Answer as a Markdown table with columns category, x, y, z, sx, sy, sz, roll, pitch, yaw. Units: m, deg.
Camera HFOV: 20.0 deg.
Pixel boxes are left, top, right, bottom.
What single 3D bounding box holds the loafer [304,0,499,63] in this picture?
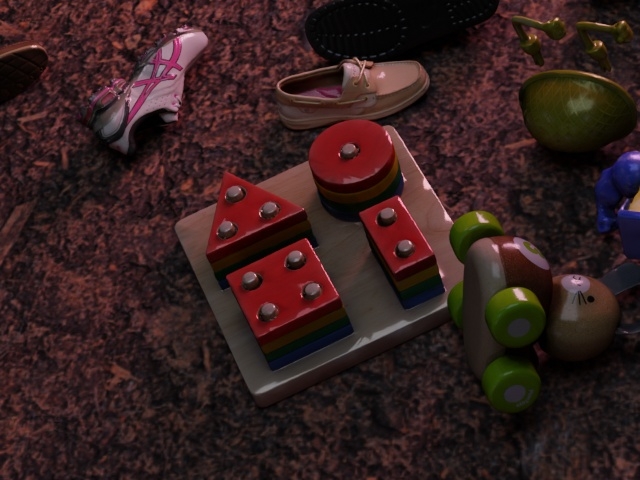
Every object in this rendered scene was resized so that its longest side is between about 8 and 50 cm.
| category | x | y | z | sx | sy | sz | roll | pitch | yaw |
| --- | --- | --- | --- | --- | --- | --- | --- | --- | --- |
| loafer | 0.092 | -0.251 | 2.018 | 0.220 | 0.080 | 0.078 | -11 | 17 | 10 |

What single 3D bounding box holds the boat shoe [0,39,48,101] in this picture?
| category | x | y | z | sx | sy | sz | roll | pitch | yaw |
| --- | --- | --- | --- | --- | --- | --- | --- | --- | --- |
| boat shoe | -0.404 | -0.190 | 2.114 | 0.178 | 0.064 | 0.060 | -28 | 51 | -3 |

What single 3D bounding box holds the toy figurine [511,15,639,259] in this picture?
| category | x | y | z | sx | sy | sz | roll | pitch | yaw |
| --- | --- | --- | --- | --- | --- | --- | --- | --- | --- |
| toy figurine | 0.322 | -0.067 | 1.722 | 0.363 | 0.191 | 0.217 | 10 | 60 | 25 |

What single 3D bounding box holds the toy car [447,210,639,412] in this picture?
| category | x | y | z | sx | sy | sz | roll | pitch | yaw |
| --- | --- | --- | --- | --- | --- | --- | --- | --- | --- |
| toy car | 0.227 | 0.057 | 1.682 | 0.188 | 0.149 | 0.155 | -7 | 35 | -9 |

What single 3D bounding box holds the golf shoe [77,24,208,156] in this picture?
| category | x | y | z | sx | sy | sz | roll | pitch | yaw |
| --- | --- | --- | --- | --- | --- | --- | --- | --- | --- |
| golf shoe | -0.184 | -0.167 | 2.038 | 0.086 | 0.067 | 0.186 | 42 | 64 | 4 |

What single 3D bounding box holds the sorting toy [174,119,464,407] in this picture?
| category | x | y | z | sx | sy | sz | roll | pitch | yaw |
| --- | --- | --- | --- | --- | --- | --- | --- | --- | --- |
| sorting toy | 0.000 | 0.000 | 1.820 | 0.257 | 0.089 | 0.255 | -25 | 49 | -4 |

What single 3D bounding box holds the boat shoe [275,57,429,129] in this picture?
| category | x | y | z | sx | sy | sz | roll | pitch | yaw |
| --- | --- | --- | --- | --- | --- | --- | --- | --- | --- |
| boat shoe | 0.032 | -0.166 | 1.965 | 0.170 | 0.059 | 0.063 | -15 | 49 | 5 |
